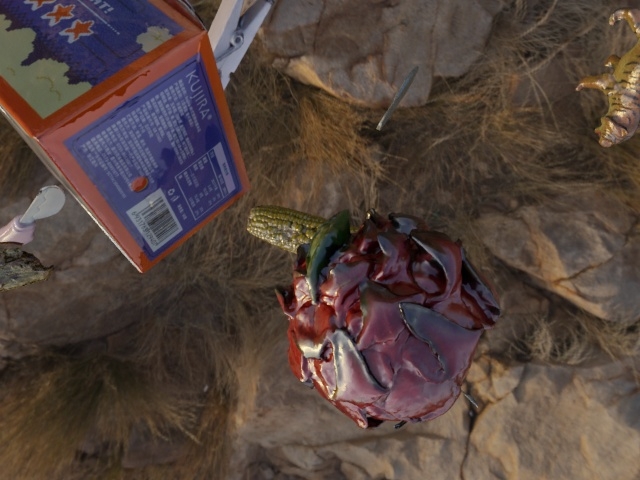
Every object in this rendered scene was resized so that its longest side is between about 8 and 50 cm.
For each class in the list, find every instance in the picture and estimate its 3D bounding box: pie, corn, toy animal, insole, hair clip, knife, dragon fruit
[{"bbox_3d":[-0.400,0.041,0.600,0.170,0.034,0.092,-15,147,-24],"label":"pie"},{"bbox_3d":[0.000,0.000,1.010,0.320,0.097,0.097,19,125,23],"label":"corn"},{"bbox_3d":[0.417,-0.239,0.689,0.057,0.099,0.241,-17,139,-27],"label":"toy animal"},{"bbox_3d":[0.175,-0.321,1.181,0.010,0.192,0.063,30,156,8],"label":"insole"},{"bbox_3d":[-0.252,-0.515,1.392,0.101,0.085,0.331,10,116,-52],"label":"hair clip"},{"bbox_3d":[-0.552,-0.045,1.023,0.336,0.081,0.043,-20,89,44],"label":"knife"},{"bbox_3d":[0.090,0.098,0.570,0.293,0.234,0.234,36,111,-23],"label":"dragon fruit"}]

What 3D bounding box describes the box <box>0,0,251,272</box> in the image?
[{"bbox_3d":[-0.311,-0.196,0.794,0.257,0.318,0.348,-40,155,-18],"label":"box"}]
